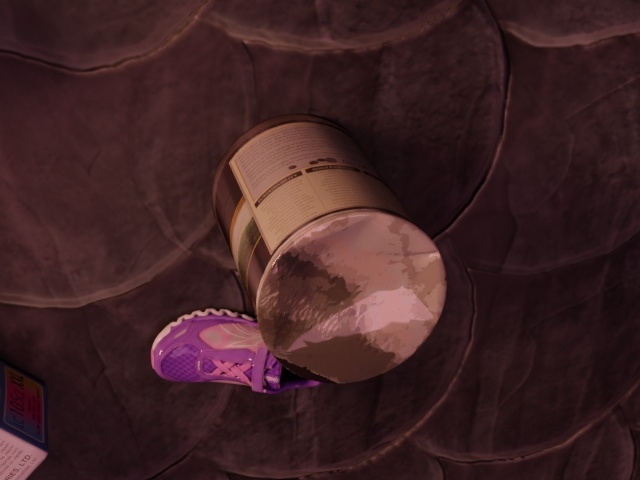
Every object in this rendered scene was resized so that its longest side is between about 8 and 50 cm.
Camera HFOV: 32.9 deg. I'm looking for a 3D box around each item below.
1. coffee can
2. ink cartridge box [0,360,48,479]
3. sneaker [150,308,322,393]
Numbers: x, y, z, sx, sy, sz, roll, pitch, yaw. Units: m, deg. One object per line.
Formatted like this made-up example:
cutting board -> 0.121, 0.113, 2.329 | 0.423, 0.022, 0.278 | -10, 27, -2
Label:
coffee can -> 0.000, 0.000, 1.205 | 0.202, 0.275, 0.201 | -7, 118, -13
ink cartridge box -> -0.547, 0.203, 1.224 | 0.395, 0.151, 0.270 | 37, 102, -30
sneaker -> -0.091, 0.148, 1.356 | 0.236, 0.104, 0.095 | -1, 118, -15
